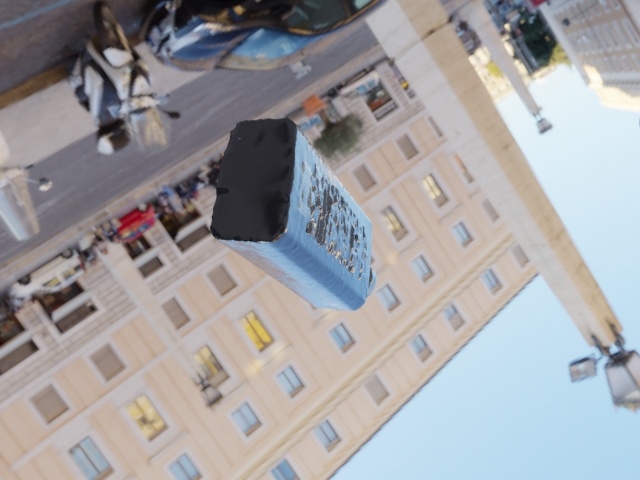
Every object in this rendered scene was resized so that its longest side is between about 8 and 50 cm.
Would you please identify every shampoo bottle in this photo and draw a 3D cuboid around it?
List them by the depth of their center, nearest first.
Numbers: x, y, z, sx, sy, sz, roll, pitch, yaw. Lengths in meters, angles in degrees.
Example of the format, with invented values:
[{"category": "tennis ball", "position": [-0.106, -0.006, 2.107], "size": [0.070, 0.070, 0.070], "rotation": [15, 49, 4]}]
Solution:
[{"category": "shampoo bottle", "position": [0.000, 0.001, 0.664], "size": [0.071, 0.098, 0.309], "rotation": [-1, 162, 19]}]
